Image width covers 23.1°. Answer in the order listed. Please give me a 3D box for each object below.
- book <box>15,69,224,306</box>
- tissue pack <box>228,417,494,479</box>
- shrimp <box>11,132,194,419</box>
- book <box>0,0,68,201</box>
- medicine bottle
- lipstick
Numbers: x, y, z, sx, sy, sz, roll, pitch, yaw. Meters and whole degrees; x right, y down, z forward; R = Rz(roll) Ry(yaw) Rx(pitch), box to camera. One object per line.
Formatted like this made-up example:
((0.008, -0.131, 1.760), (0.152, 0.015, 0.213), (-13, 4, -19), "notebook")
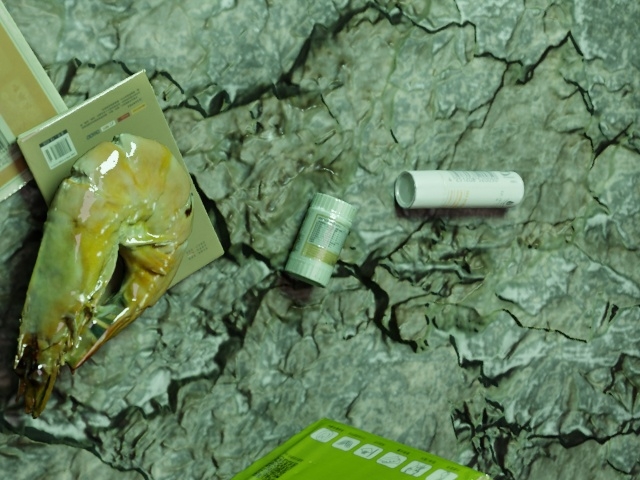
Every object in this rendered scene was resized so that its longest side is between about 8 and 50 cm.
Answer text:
((-0.178, -0.038, 1.418), (0.138, 0.016, 0.199), (-32, 116, -24), "book")
((0.056, 0.304, 1.452), (0.167, 0.274, 0.200), (-32, 110, -23), "tissue pack")
((-0.198, 0.036, 1.379), (0.145, 0.061, 0.267), (26, 85, -42), "shrimp")
((-0.328, -0.139, 1.330), (0.170, 0.018, 0.242), (-39, 114, -22), "book")
((0.000, 0.000, 1.522), (0.047, 0.047, 0.083), (26, 81, -30), "medicine bottle")
((0.145, -0.052, 1.606), (0.141, 0.040, 0.040), (-2, 96, -31), "lipstick")
